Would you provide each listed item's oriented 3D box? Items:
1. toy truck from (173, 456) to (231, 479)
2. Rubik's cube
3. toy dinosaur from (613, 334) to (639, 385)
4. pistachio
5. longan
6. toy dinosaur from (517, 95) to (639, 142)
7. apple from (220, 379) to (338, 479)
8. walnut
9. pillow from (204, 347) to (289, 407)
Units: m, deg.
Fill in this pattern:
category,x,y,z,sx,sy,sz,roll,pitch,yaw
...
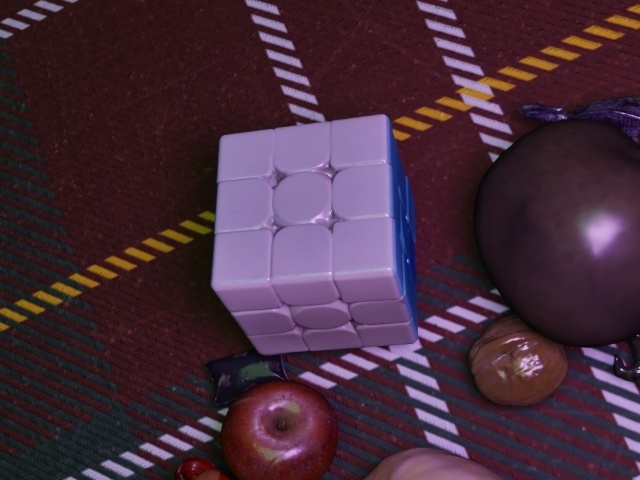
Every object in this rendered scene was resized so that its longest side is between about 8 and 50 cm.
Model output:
category,x,y,z,sx,sy,sz,roll,pitch,yaw
toy truck,-0.182,0.515,1.641,0.239,0.189,0.265,33,120,-5
Rubik's cube,0.000,0.000,1.622,0.291,0.292,0.291,-7,60,12
toy dinosaur,0.564,0.184,1.569,0.178,0.087,0.187,4,81,17
pistachio,0.205,0.451,1.543,0.308,0.230,0.230,23,85,1
longan,0.407,-0.018,1.517,0.360,0.361,0.361,-3,78,14
toy dinosaur,0.481,-0.199,1.632,0.294,0.162,0.077,-1,91,28
apple,-0.070,0.337,1.668,0.201,0.162,0.201,1,56,-2
walnut,0.322,0.197,1.605,0.166,0.149,0.167,-22,48,27
pillow,-0.132,0.241,1.766,0.150,0.048,0.090,-20,82,6
